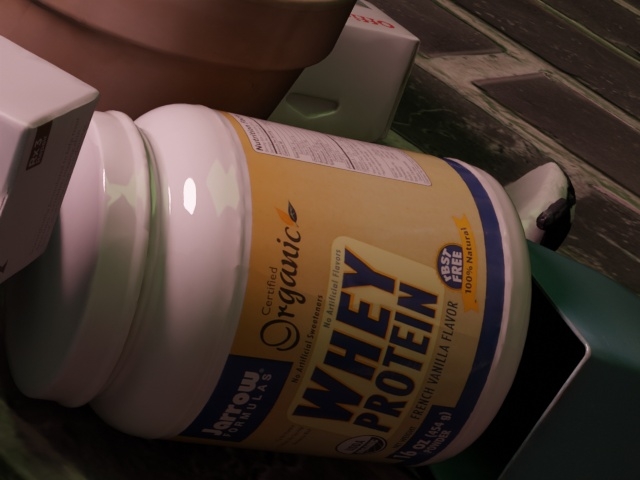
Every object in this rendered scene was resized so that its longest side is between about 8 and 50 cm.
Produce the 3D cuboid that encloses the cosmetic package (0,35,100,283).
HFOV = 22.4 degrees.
[{"bbox_3d":[-0.251,-0.079,0.908,0.231,0.117,0.085,30,28,10],"label":"cosmetic package"}]

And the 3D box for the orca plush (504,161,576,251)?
[{"bbox_3d":[0.168,0.040,1.431,0.102,0.151,0.287,58,29,-13],"label":"orca plush"}]

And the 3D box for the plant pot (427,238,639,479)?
[{"bbox_3d":[0.209,0.124,1.237,0.234,0.165,0.166,18,25,-31],"label":"plant pot"}]

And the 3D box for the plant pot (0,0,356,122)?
[{"bbox_3d":[-0.163,-0.146,1.296,0.323,0.280,0.323,18,26,-9],"label":"plant pot"}]

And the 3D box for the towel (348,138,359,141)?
[{"bbox_3d":[-0.040,-0.091,1.601,0.237,0.021,0.102,1,37,-39],"label":"towel"}]

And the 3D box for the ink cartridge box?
[{"bbox_3d":[-0.061,-0.226,1.695,0.211,0.122,0.289,6,25,-35],"label":"ink cartridge box"}]

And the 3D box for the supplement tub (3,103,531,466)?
[{"bbox_3d":[-0.039,0.032,1.119,0.316,0.228,0.228,10,29,-27],"label":"supplement tub"}]
